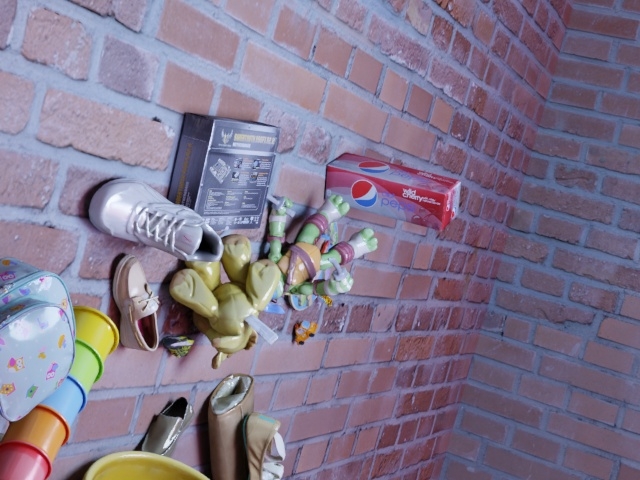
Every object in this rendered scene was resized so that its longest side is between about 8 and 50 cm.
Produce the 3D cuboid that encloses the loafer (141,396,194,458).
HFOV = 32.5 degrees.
[{"bbox_3d":[-0.262,0.319,1.858,0.148,0.056,0.050,-61,155,-50],"label":"loafer"}]

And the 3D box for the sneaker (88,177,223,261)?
[{"bbox_3d":[-0.226,-0.024,1.590,0.232,0.115,0.090,18,95,-48],"label":"sneaker"}]

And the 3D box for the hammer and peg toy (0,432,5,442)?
[{"bbox_3d":[-0.452,0.423,1.362,0.361,0.127,0.265,-44,134,-49],"label":"hammer and peg toy"}]

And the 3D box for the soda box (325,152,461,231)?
[{"bbox_3d":[0.144,-0.101,2.216,0.092,0.263,0.083,-39,138,-54],"label":"soda box"}]

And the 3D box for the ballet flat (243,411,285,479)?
[{"bbox_3d":[-0.103,0.419,2.061,0.080,0.073,0.232,-70,164,-49],"label":"ballet flat"}]

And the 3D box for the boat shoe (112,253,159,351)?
[{"bbox_3d":[-0.273,0.098,1.674,0.063,0.059,0.170,-47,146,-46],"label":"boat shoe"}]

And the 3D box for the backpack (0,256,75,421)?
[{"bbox_3d":[-0.382,0.117,1.345,0.188,0.145,0.165,-50,142,-48],"label":"backpack"}]

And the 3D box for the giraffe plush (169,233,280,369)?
[{"bbox_3d":[-0.153,0.119,1.847,0.181,0.210,0.170,-25,162,-21],"label":"giraffe plush"}]

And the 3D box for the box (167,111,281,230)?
[{"bbox_3d":[-0.157,-0.109,1.800,0.231,0.056,0.183,-6,110,-65],"label":"box"}]

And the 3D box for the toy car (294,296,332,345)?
[{"bbox_3d":[-0.023,0.162,2.316,0.040,0.060,0.122,42,47,-16],"label":"toy car"}]

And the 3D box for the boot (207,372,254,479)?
[{"bbox_3d":[-0.189,0.418,2.051,0.236,0.089,0.269,-62,158,-56],"label":"boot"}]

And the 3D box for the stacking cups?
[{"bbox_3d":[-0.353,0.221,1.416,0.316,0.096,0.096,-74,166,-51],"label":"stacking cups"}]

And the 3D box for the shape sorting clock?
[{"bbox_3d":[-0.011,0.047,2.249,0.206,0.040,0.206,-45,144,-47],"label":"shape sorting clock"}]

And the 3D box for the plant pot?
[{"bbox_3d":[-0.287,0.497,1.710,0.254,0.254,0.239,-18,137,-63],"label":"plant pot"}]

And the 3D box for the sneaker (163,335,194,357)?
[{"bbox_3d":[-0.238,0.181,1.842,0.083,0.031,0.035,8,99,-67],"label":"sneaker"}]

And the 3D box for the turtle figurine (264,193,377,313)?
[{"bbox_3d":[0.000,0.000,2.041,0.266,0.198,0.274,-36,140,-47],"label":"turtle figurine"}]
